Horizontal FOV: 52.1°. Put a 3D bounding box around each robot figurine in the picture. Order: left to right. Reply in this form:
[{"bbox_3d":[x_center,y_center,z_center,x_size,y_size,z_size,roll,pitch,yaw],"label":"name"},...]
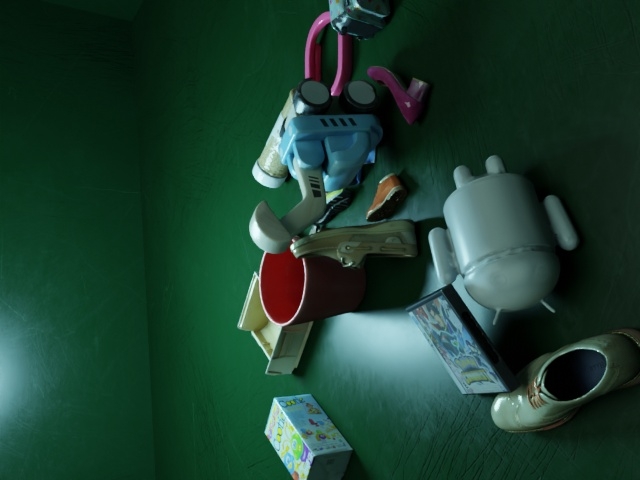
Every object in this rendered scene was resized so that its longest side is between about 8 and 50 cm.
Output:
[{"bbox_3d":[0.383,-0.001,1.390,0.299,0.200,0.354,-18,65,17],"label":"robot figurine"}]

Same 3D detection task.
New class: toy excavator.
[{"bbox_3d":[-0.008,-0.200,1.794,0.222,0.432,0.446,123,136,-58],"label":"toy excavator"}]

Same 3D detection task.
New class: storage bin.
[{"bbox_3d":[-0.162,0.289,2.275,0.262,0.123,0.261,47,125,47],"label":"storage bin"}]

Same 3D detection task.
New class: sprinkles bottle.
[{"bbox_3d":[-0.118,-0.349,2.261,0.355,0.121,0.121,-59,42,35],"label":"sprinkles bottle"}]

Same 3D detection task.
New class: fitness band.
[{"bbox_3d":[0.025,-0.594,2.125,0.209,0.054,0.291,-7,83,56],"label":"fitness band"}]

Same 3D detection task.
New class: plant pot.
[{"bbox_3d":[-0.015,0.122,1.955,0.274,0.243,0.275,-9,79,56],"label":"plant pot"}]

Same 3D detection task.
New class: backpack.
[{"bbox_3d":[0.108,-0.704,1.904,0.144,0.165,0.189,-33,64,49],"label":"backpack"}]

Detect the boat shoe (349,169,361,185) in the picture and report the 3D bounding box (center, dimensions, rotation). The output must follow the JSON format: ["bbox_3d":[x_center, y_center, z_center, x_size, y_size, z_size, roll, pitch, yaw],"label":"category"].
[{"bbox_3d":[0.026,-0.221,2.059,0.258,0.088,0.109,-3,85,57],"label":"boat shoe"}]

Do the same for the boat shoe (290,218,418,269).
[{"bbox_3d":[0.090,0.021,1.753,0.121,0.340,0.110,55,-154,-82],"label":"boat shoe"}]

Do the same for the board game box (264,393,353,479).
[{"bbox_3d":[-0.044,0.627,2.049,0.275,0.144,0.142,43,123,50],"label":"board game box"}]

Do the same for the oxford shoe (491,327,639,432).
[{"bbox_3d":[0.457,0.285,1.306,0.397,0.146,0.141,-51,50,43],"label":"oxford shoe"}]

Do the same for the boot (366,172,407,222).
[{"bbox_3d":[0.178,-0.119,1.856,0.158,0.059,0.085,-48,46,33],"label":"boot"}]

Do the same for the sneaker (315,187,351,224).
[{"bbox_3d":[0.021,-0.128,2.071,0.208,0.081,0.094,-34,55,50],"label":"sneaker"}]

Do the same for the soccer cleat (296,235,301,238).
[{"bbox_3d":[-0.129,-0.008,2.290,0.196,0.076,0.068,25,108,55],"label":"soccer cleat"}]

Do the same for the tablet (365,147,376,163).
[{"bbox_3d":[0.139,-0.257,1.966,0.083,0.006,0.054,2,88,57],"label":"tablet"}]

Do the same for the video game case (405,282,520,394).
[{"bbox_3d":[0.305,0.229,1.458,0.248,0.035,0.275,57,166,7],"label":"video game case"}]

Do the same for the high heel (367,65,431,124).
[{"bbox_3d":[0.199,-0.407,1.821,0.244,0.082,0.117,32,105,39],"label":"high heel"}]

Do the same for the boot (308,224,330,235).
[{"bbox_3d":[0.000,0.000,2.133,0.118,0.042,0.087,31,119,55],"label":"boot"}]
